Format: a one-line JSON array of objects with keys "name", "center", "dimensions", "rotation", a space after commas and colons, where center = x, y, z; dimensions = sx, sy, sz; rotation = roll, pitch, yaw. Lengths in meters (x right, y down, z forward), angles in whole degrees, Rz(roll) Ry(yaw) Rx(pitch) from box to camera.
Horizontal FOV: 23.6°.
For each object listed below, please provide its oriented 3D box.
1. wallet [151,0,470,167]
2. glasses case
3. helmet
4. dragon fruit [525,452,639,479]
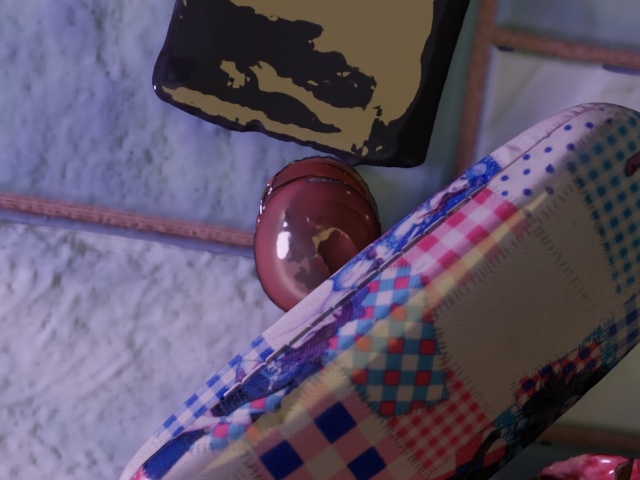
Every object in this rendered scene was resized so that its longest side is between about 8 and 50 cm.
[{"name": "wallet", "center": [0.021, -0.183, 0.764], "dimensions": [0.146, 0.030, 0.285], "rotation": [17, 89, -9]}, {"name": "glasses case", "center": [0.046, 0.063, 0.726], "dimensions": [0.327, 0.076, 0.125], "rotation": [-40, 126, -5]}, {"name": "helmet", "center": [0.000, -0.001, 0.749], "dimensions": [0.065, 0.049, 0.084], "rotation": [-1, 90, -5]}, {"name": "dragon fruit", "center": [0.133, 0.215, 0.654], "dimensions": [0.250, 0.269, 0.291], "rotation": [31, 101, 1]}]
